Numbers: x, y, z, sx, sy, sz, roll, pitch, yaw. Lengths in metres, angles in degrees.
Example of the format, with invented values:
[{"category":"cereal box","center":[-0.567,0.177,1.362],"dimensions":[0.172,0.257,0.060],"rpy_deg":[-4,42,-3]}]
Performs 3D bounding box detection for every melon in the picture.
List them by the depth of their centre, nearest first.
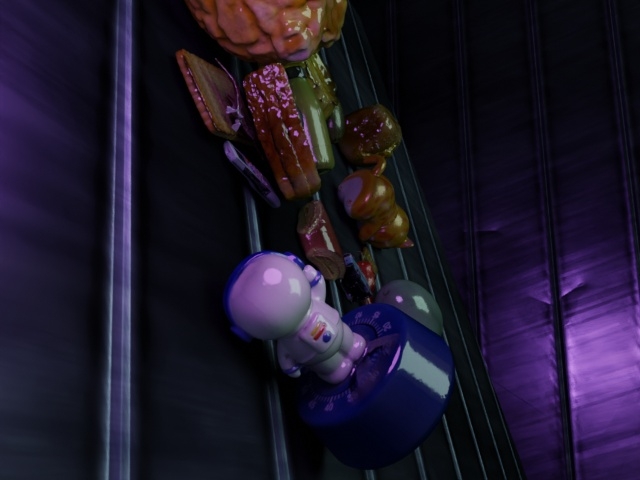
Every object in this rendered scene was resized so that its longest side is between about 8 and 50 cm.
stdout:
[{"category":"melon","center":[0.020,-0.356,2.140],"dimensions":[0.099,0.099,0.162],"rpy_deg":[26,49,-67]}]

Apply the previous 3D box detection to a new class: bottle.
[{"category":"bottle","center":[-0.045,-0.282,1.747],"dimensions":[0.112,0.112,0.260],"rpy_deg":[6,70,-72]}]

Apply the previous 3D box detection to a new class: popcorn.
[{"category":"popcorn","center":[-0.124,-0.529,1.525],"dimensions":[0.390,0.354,0.344],"rpy_deg":[19,59,-12]}]

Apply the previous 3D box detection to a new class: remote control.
[{"category":"remote control","center":[-0.133,-0.124,1.436],"dimensions":[0.166,0.029,0.065],"rpy_deg":[45,11,-46]}]

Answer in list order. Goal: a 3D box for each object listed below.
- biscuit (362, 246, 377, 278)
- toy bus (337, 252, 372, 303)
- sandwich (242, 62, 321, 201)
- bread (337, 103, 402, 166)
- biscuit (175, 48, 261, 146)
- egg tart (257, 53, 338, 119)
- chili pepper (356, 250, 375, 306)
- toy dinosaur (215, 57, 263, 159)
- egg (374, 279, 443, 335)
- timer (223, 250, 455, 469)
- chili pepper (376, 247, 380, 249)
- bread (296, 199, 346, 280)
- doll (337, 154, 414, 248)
[{"category":"biscuit","center":[0.139,0.065,2.094],"dimensions":[0.083,0.018,0.081],"rpy_deg":[64,16,-15]},{"category":"toy bus","center":[0.073,0.086,1.777],"dimensions":[0.123,0.060,0.075],"rpy_deg":[57,14,-38]},{"category":"sandwich","center":[-0.075,-0.223,1.524],"dimensions":[0.301,0.099,0.271],"rpy_deg":[-109,177,-78]},{"category":"bread","center":[0.167,-0.334,2.413],"dimensions":[0.176,0.195,0.246],"rpy_deg":[64,16,5]},{"category":"biscuit","center":[-0.194,-0.267,1.428],"dimensions":[0.172,0.029,0.254],"rpy_deg":[66,13,6]},{"category":"egg tart","center":[-0.057,-0.422,1.928],"dimensions":[0.345,0.132,0.345],"rpy_deg":[54,21,-32]},{"category":"chili pepper","center":[0.117,0.109,1.903],"dimensions":[0.059,0.050,0.191],"rpy_deg":[72,10,-65]},{"category":"toy dinosaur","center":[-0.155,-0.244,1.405],"dimensions":[0.108,0.032,0.220],"rpy_deg":[-98,169,-63]},{"category":"egg","center":[0.228,0.199,1.928],"dimensions":[0.231,0.168,0.168],"rpy_deg":[55,20,-34]},{"category":"timer","center":[0.004,0.159,1.185],"dimensions":[0.383,0.270,0.270],"rpy_deg":[43,25,-25]},{"category":"chili pepper","center":[0.193,-0.103,2.323],"dimensions":[0.148,0.116,0.265],"rpy_deg":[26,44,-71]},{"category":"bread","center":[0.001,0.000,1.641],"dimensions":[0.193,0.067,0.119],"rpy_deg":[68,16,4]},{"category":"doll","center":[0.154,-0.086,2.107],"dimensions":[0.167,0.162,0.270],"rpy_deg":[-110,175,-47]}]
